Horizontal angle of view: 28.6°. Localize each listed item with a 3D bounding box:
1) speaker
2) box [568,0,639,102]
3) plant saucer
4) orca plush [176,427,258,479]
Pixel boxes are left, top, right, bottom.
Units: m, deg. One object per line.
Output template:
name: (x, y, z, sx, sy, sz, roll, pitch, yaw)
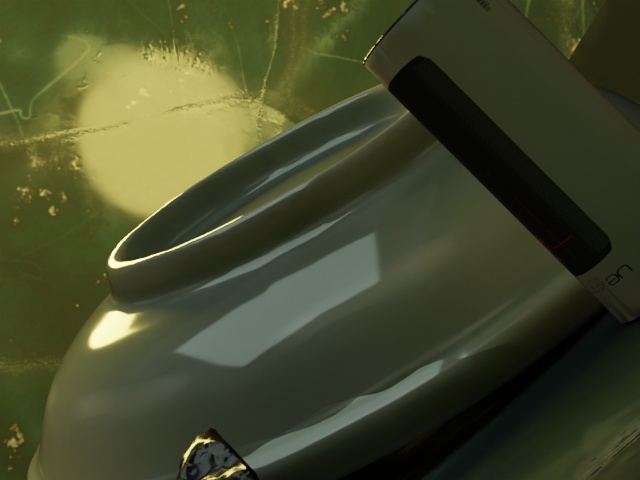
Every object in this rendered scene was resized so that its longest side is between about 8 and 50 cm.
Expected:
speaker: (0.082, -0.035, 0.453, 0.055, 0.136, 0.055, -44, -1, -1)
box: (0.307, -0.194, 0.898, 0.184, 0.103, 0.261, -32, -13, -14)
plant saucer: (0.000, 0.000, 0.675, 0.401, 0.100, 0.400, -28, 13, 7)
orca plush: (-0.136, 0.177, 0.454, 0.287, 0.151, 0.102, -43, -34, -14)
